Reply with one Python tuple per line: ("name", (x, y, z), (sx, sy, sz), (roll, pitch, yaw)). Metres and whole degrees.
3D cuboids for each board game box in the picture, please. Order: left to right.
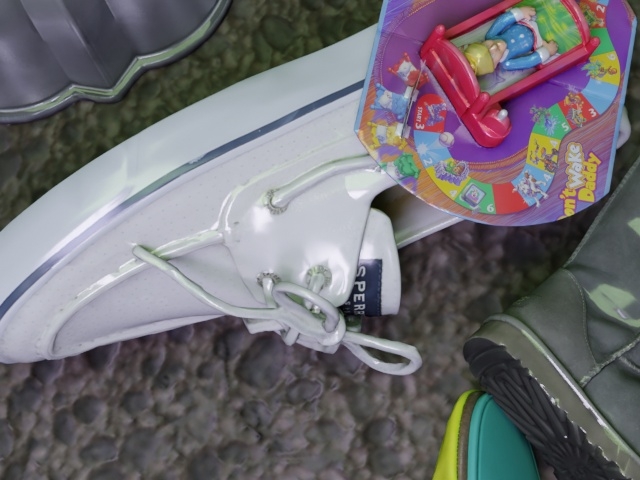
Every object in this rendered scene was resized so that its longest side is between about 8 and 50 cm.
("board game box", (0.094, -0.091, 0.786), (0.133, 0.033, 0.169), (16, 71, -7))

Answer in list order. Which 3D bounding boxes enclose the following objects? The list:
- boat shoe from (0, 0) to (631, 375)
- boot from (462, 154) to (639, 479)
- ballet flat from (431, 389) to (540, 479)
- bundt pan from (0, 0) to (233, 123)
("boat shoe", (0.001, 0.002, 0.828), (0.367, 0.136, 0.156), (-27, 72, -11))
("boot", (0.195, 0.045, 0.807), (0.208, 0.076, 0.190), (-40, 99, -26))
("ballet flat", (0.078, 0.190, 0.777), (0.077, 0.077, 0.231), (-26, 66, 32))
("bundt pan", (-0.189, -0.242, 0.935), (0.330, 0.124, 0.331), (-3, 72, 8))
